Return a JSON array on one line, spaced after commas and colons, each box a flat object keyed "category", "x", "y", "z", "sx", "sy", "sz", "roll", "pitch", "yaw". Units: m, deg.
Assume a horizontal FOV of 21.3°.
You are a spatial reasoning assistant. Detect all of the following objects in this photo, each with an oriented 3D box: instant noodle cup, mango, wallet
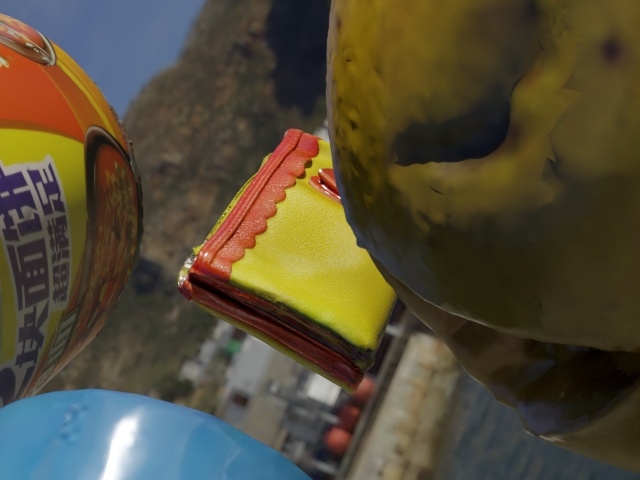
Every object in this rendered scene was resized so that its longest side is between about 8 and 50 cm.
[{"category": "instant noodle cup", "x": -0.174, "y": -0.002, "z": 0.634, "sx": 0.213, "sy": 0.213, "sz": 0.174, "roll": -68, "pitch": -11, "yaw": 18}, {"category": "mango", "x": 0.117, "y": -0.102, "z": 0.508, "sx": 0.182, "sy": 0.252, "sz": 0.365, "roll": 26, "pitch": 129, "yaw": 59}, {"category": "wallet", "x": 0.000, "y": 0.000, "z": 1.169, "sx": 0.067, "sy": 0.141, "sz": 0.241, "roll": -61, "pitch": 0, "yaw": 28}]

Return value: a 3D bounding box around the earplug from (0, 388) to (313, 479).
[{"category": "earplug", "x": -0.083, "y": 0.183, "z": 0.428, "sx": 0.132, "sy": 0.132, "sz": 0.273, "roll": 110, "pitch": 180, "yaw": -49}]
